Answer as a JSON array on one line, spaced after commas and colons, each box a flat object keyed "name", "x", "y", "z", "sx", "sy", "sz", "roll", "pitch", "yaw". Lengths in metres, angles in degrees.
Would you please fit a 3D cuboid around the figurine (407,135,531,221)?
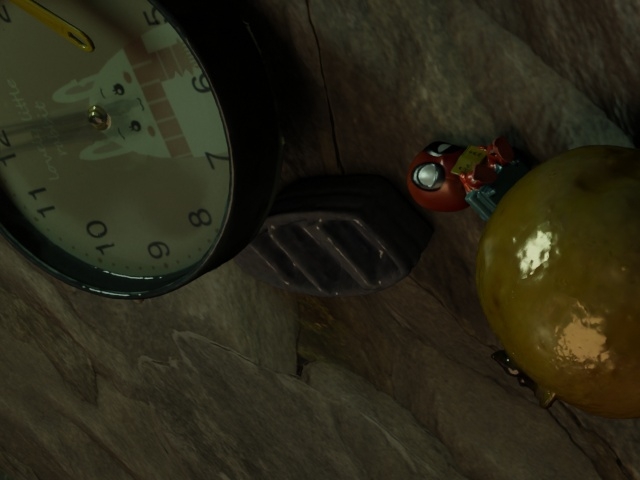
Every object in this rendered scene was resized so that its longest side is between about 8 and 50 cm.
[{"name": "figurine", "x": 0.134, "y": -0.057, "z": 1.607, "sx": 0.075, "sy": 0.068, "sz": 0.140, "roll": 43, "pitch": 160, "yaw": -24}]

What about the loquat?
[{"name": "loquat", "x": 0.236, "y": 0.039, "z": 1.449, "sx": 0.244, "sy": 0.244, "sz": 0.244, "roll": 28, "pitch": 154, "yaw": 15}]

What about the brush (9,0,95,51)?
[{"name": "brush", "x": -0.294, "y": -0.232, "z": 1.640, "sx": 0.205, "sy": 0.011, "sz": 0.083, "roll": 32, "pitch": 156, "yaw": 9}]

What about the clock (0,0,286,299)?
[{"name": "clock", "x": -0.216, "y": -0.121, "z": 1.721, "sx": 0.386, "sy": 0.076, "sz": 0.386, "roll": 15, "pitch": 122, "yaw": 26}]

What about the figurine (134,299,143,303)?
[{"name": "figurine", "x": -0.247, "y": -0.039, "z": 1.974, "sx": 0.247, "sy": 0.177, "sz": 0.173, "roll": 14, "pitch": 147, "yaw": 37}]

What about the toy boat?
[{"name": "toy boat", "x": 0.000, "y": 0.000, "z": 1.854, "sx": 0.127, "sy": 0.078, "sz": 0.283, "roll": 45, "pitch": 154, "yaw": -22}]
